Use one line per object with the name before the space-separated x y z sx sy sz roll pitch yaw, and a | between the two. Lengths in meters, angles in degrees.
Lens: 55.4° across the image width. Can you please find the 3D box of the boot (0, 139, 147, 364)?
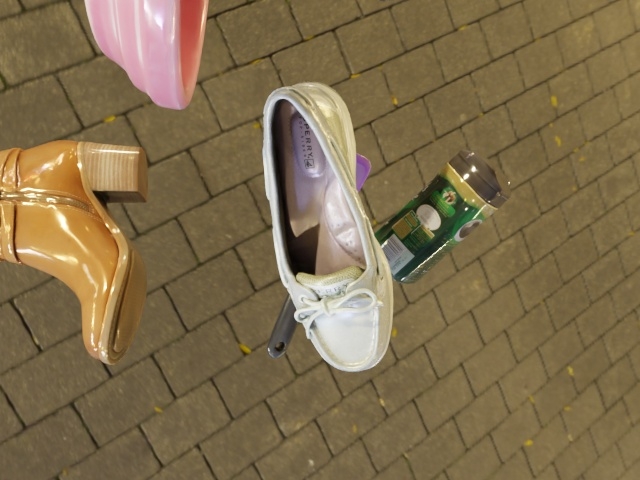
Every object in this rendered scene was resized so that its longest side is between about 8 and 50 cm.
boot | -0.328 0.010 0.729 0.220 0.109 0.283 -2 77 -3

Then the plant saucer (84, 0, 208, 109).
plant saucer | -0.148 -0.292 0.557 0.084 0.332 0.331 5 90 -9

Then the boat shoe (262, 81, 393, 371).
boat shoe | 0.002 -0.002 0.635 0.118 0.103 0.320 -5 105 16

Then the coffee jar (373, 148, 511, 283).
coffee jar | 0.151 -0.030 0.768 0.184 0.079 0.096 -45 157 18

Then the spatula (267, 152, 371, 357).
spatula | -0.013 0.015 0.813 0.084 0.030 0.296 25 79 -31
